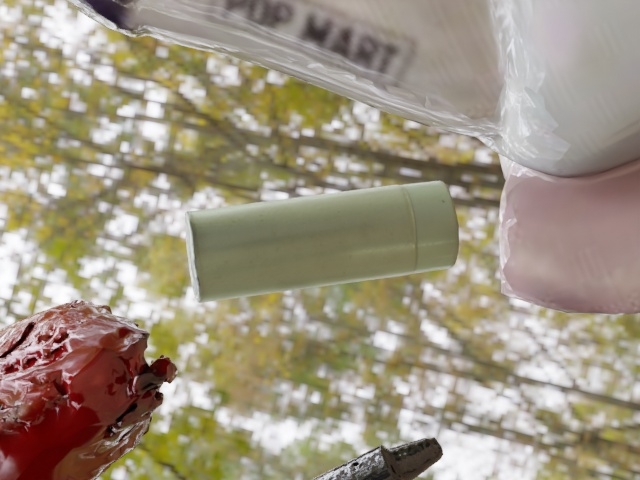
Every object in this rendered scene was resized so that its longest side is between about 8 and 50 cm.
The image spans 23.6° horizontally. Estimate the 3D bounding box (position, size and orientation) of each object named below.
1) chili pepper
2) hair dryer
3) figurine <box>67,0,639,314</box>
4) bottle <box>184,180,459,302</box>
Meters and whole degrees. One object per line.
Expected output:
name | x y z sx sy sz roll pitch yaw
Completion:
chili pepper | -0.196 0.094 0.539 0.110 0.388 0.110 37 -137 -45
hair dryer | -0.028 0.194 0.987 0.114 0.248 0.070 59 -174 -35
figurine | 0.055 -0.147 0.487 0.361 0.253 0.211 -88 -17 -58
bottle | 0.000 0.000 1.168 0.072 0.202 0.072 173 90 -82
